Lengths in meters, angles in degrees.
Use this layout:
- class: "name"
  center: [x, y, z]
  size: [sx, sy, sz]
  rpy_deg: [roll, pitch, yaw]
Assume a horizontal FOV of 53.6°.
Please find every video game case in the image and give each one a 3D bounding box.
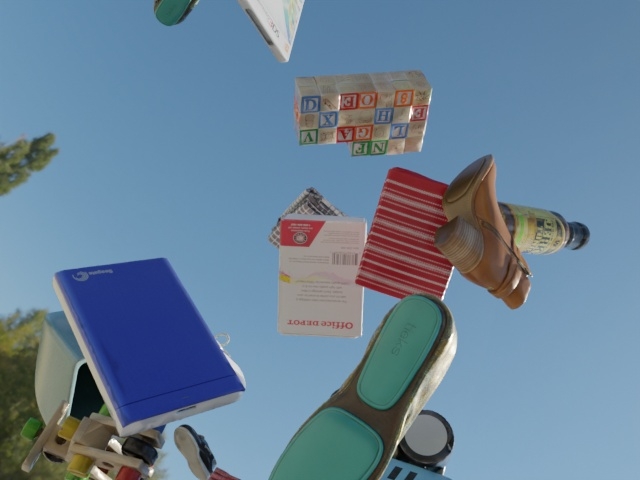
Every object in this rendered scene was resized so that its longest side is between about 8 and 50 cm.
- class: "video game case"
  center: [-0.113, -0.676, 1.599]
  size: [0.036, 0.329, 0.300]
  rpy_deg: [6, -17, 22]

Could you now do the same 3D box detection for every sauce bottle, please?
- class: "sauce bottle"
  center: [0.491, -0.023, 1.451]
  size: [0.111, 0.344, 0.112]
  rpy_deg: [-6, -98, 55]

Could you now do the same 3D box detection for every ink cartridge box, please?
- class: "ink cartridge box"
  center: [0.004, 0.089, 1.677]
  size: [0.226, 0.131, 0.306]
  rpy_deg: [3, -79, 2]

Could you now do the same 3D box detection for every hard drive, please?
- class: "hard drive"
  center: [-0.291, 0.159, 1.060]
  size: [0.319, 0.210, 0.040]
  rpy_deg: [51, -49, 32]

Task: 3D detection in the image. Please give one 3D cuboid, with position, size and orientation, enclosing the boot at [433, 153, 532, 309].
- class: "boot"
  center: [0.351, -0.021, 1.268]
  size: [0.220, 0.283, 0.109]
  rpy_deg: [39, -43, -17]

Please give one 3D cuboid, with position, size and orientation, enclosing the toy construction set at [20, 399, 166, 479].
- class: "toy construction set"
  center: [-0.373, 0.312, 1.071]
  size: [0.237, 0.309, 0.257]
  rpy_deg: [28, -13, 0]

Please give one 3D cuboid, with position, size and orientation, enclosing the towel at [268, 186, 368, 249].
- class: "towel"
  center: [0.000, 0.000, 1.925]
  size: [0.283, 0.121, 0.235]
  rpy_deg: [41, -40, -9]

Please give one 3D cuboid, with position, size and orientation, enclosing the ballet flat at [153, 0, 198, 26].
- class: "ballet flat"
  center: [-0.189, -0.399, 0.951]
  size: [0.188, 0.070, 0.070]
  rpy_deg: [-24, -77, 38]

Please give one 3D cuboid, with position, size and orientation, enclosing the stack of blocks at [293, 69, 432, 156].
- class: "stack of blocks"
  center: [0.090, -0.286, 1.449]
  size: [0.087, 0.297, 0.171]
  rpy_deg: [-107, -164, -45]

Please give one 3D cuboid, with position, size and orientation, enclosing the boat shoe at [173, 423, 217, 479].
- class: "boat shoe"
  center: [-0.203, 0.343, 1.045]
  size: [0.046, 0.038, 0.125]
  rpy_deg: [-1, -57, 30]

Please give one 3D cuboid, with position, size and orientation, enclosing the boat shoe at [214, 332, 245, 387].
- class: "boat shoe"
  center: [-0.310, 0.298, 1.682]
  size: [0.367, 0.135, 0.156]
  rpy_deg: [63, 3, -49]

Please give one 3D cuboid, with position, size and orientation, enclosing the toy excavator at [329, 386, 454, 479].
- class: "toy excavator"
  center: [0.143, 0.549, 1.143]
  size: [0.432, 0.445, 0.222]
  rpy_deg: [16, -36, 13]

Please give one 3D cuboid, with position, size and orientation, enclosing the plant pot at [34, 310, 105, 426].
- class: "plant pot"
  center: [-0.527, 0.281, 1.462]
  size: [0.252, 0.247, 0.248]
  rpy_deg: [33, -64, 34]

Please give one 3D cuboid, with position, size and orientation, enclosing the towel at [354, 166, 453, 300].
- class: "towel"
  center: [0.205, -0.006, 1.379]
  size: [0.198, 0.275, 0.031]
  rpy_deg: [18, 3, 5]

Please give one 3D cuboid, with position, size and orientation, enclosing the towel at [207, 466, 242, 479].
- class: "towel"
  center: [-0.043, 0.469, 0.960]
  size: [0.329, 0.037, 0.237]
  rpy_deg: [27, -41, 2]

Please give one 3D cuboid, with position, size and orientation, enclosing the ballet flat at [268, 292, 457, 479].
- class: "ballet flat"
  center: [0.064, 0.227, 0.804]
  size: [0.123, 0.349, 0.123]
  rpy_deg: [35, -10, 7]
